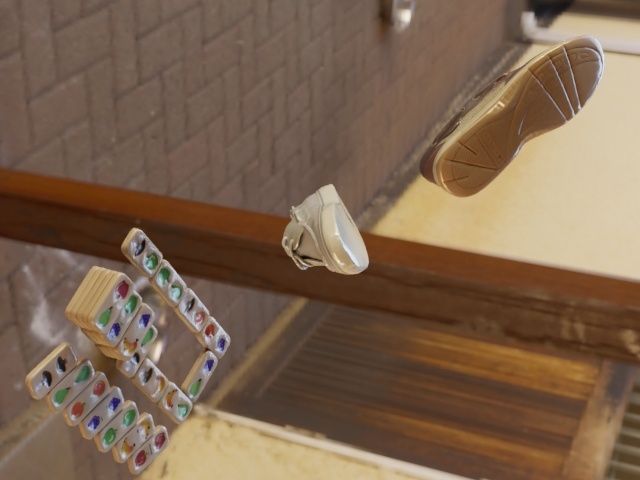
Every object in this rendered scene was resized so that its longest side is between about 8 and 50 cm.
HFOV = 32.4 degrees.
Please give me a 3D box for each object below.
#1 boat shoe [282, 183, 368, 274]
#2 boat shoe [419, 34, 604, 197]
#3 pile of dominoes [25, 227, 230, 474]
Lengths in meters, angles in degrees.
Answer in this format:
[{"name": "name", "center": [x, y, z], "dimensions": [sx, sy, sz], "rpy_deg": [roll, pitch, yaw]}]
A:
[{"name": "boat shoe", "center": [-0.001, -0.001, 1.241], "dimensions": [0.079, 0.081, 0.227], "rpy_deg": [59, 5, -14]}, {"name": "boat shoe", "center": [0.238, -0.165, 1.394], "dimensions": [0.285, 0.092, 0.103], "rpy_deg": [-43, 121, -12]}, {"name": "pile of dominoes", "center": [-0.178, 0.126, 1.134], "dimensions": [0.196, 0.040, 0.251], "rpy_deg": [-62, 145, -23]}]
